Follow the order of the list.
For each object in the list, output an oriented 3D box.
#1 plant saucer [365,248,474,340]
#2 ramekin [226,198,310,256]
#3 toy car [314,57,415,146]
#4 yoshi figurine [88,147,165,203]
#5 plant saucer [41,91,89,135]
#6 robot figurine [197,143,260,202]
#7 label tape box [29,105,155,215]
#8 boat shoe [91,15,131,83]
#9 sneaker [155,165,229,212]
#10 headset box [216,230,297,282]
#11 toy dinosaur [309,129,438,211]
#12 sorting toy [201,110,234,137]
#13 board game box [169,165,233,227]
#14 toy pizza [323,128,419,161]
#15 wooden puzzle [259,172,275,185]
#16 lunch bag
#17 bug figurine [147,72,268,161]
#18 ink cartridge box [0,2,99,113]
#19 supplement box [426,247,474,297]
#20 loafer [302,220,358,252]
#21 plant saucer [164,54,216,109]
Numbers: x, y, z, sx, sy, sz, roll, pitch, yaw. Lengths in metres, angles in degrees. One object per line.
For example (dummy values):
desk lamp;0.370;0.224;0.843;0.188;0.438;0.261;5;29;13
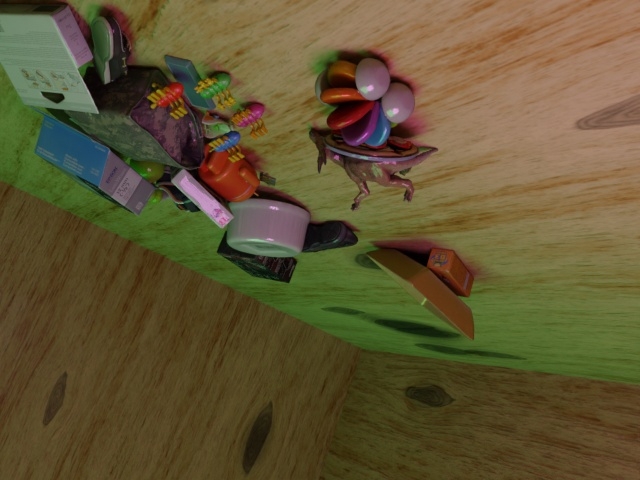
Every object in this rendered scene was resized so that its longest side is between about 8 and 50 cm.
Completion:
plant saucer;0.338;0.153;2.057;0.333;0.081;0.333;42;178;-25
ramekin;-0.176;-0.034;2.077;0.278;0.135;0.277;7;168;1
toy car;0.074;-0.247;1.190;0.182;0.136;0.159;33;159;-37
yoshi figurine;-0.640;-0.251;2.058;0.362;0.203;0.202;28;132;20
plant saucer;-0.706;-0.374;1.883;0.278;0.041;0.278;18;164;5
robot figurine;-0.262;-0.190;1.797;0.158;0.128;0.219;-24;147;15
label tape box;-0.658;-0.217;1.784;0.249;0.115;0.347;27;172;18
boat shoe;-0.453;-0.423;1.383;0.081;0.069;0.228;61;155;2
sneaker;-0.402;-0.150;2.095;0.321;0.127;0.126;13;161;20
headset box;-0.271;0.063;2.645;0.218;0.110;0.293;8;160;36
toy dinosaur;0.103;-0.178;1.424;0.296;0.127;0.200;-3;145;42
sorting toy;-0.258;-0.293;1.616;0.075;0.044;0.083;13;163;-1
board game box;-0.351;-0.154;1.835;0.193;0.053;0.305;46;-178;-23
toy pizza;0.106;-0.206;1.311;0.202;0.032;0.201;5;-158;-2
wooden puzzle;-0.159;-0.183;1.904;0.049;0.006;0.083;20;164;0
lunch bag;-0.448;-0.294;1.606;0.236;0.168;0.287;11;157;29
bug figurine;-0.249;-0.298;1.472;0.216;0.072;0.279;-16;144;32
ink cartridge box;-0.637;-0.420;1.459;0.275;0.060;0.238;12;139;27
supplement box;0.419;0.106;2.027;0.078;0.080;0.233;9;162;33
loafer;0.000;0.000;2.142;0.095;0.109;0.303;27;160;-35
plant saucer;-0.304;-0.363;1.480;0.067;0.018;0.192;16;164;14
